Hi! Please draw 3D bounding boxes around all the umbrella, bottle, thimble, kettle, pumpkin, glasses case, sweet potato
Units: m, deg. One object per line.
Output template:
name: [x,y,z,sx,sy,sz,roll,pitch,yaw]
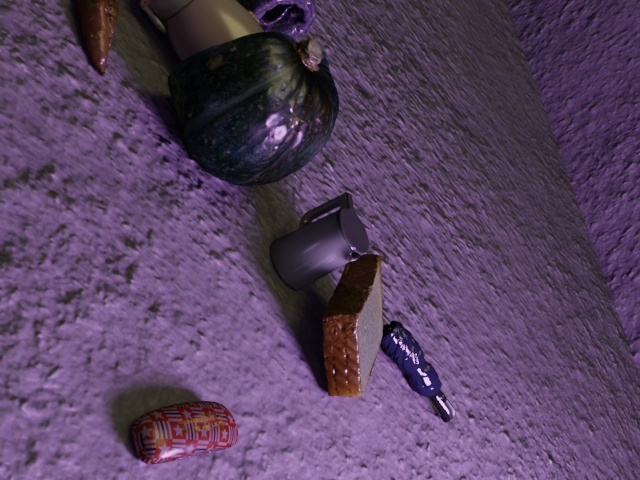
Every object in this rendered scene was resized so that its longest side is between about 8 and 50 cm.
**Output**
umbrella: [0.193,0.250,2.128,0.248,0.071,0.071,51,29,-20]
bottle: [-0.213,-0.389,1.920,0.236,0.148,0.147,51,29,-17]
thimble: [-0.086,-0.467,2.216,0.150,0.150,0.097,24,41,-51]
kettle: [0.003,0.005,1.932,0.098,0.148,0.127,54,27,-14]
pumpkin: [-0.094,-0.198,1.831,0.293,0.263,0.196,2,68,-57]
glasses case: [-0.176,0.253,1.498,0.194,0.049,0.073,3,62,-60]
sweet potato: [-0.348,-0.350,1.747,0.068,0.060,0.205,2,70,-21]

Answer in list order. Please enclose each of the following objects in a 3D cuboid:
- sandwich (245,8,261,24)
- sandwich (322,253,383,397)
sandwich: [-0.145,-0.354,2.068,0.244,0.088,0.090,54,31,-17]
sandwich: [0.057,0.147,1.904,0.214,0.065,0.186,-62,152,-61]
